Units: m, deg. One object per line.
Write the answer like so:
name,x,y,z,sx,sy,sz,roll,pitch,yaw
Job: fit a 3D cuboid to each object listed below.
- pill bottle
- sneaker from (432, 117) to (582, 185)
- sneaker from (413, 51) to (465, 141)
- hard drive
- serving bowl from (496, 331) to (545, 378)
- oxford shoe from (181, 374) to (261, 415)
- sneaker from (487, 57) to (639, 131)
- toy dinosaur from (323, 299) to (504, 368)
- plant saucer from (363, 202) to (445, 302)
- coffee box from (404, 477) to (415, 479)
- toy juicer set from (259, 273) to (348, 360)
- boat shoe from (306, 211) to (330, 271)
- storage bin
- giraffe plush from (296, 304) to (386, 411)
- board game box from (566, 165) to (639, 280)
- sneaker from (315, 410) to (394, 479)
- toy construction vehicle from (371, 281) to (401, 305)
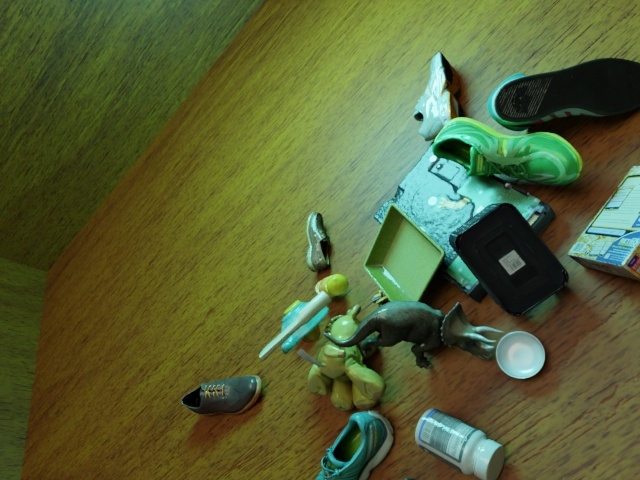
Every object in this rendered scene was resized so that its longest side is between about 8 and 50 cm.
pill bottle,0.245,0.361,0.764,0.137,0.078,0.078,13,76,46
sneaker,0.358,-0.161,0.868,0.296,0.109,0.123,26,57,39
sneaker,0.295,-0.378,1.136,0.121,0.099,0.262,-21,52,40
hard drive,0.298,-0.054,0.966,0.236,0.064,0.339,-52,42,7
serving bowl,0.362,0.208,0.778,0.084,0.027,0.083,-22,54,34
oxford shoe,-0.277,0.434,1.201,0.272,0.098,0.096,-29,50,29
sneaker,0.484,-0.293,0.892,0.296,0.123,0.178,-4,14,5
toy dinosaur,0.169,0.167,0.849,0.120,0.314,0.160,-80,4,-49
plant saucer,0.188,0.043,0.949,0.188,0.045,0.188,53,134,42
coffee box,0.146,0.545,0.778,0.184,0.040,0.113,-55,42,4
toy juicer set,-0.010,0.173,1.000,0.209,0.089,0.329,-41,0,8
boat shoe,0.000,0.000,1.222,0.060,0.064,0.177,-15,63,31
storage bin,0.335,0.031,0.784,0.122,0.084,0.180,-38,87,9
giraffe plush,0.058,0.248,0.963,0.182,0.210,0.170,-27,21,37
board game box,0.515,-0.035,0.703,0.193,0.045,0.147,-55,4,5
sneaker,0.036,0.463,0.880,0.107,0.110,0.275,29,89,48
toy construction vehicle,0.156,0.152,1.001,0.098,0.035,0.085,-34,48,25
